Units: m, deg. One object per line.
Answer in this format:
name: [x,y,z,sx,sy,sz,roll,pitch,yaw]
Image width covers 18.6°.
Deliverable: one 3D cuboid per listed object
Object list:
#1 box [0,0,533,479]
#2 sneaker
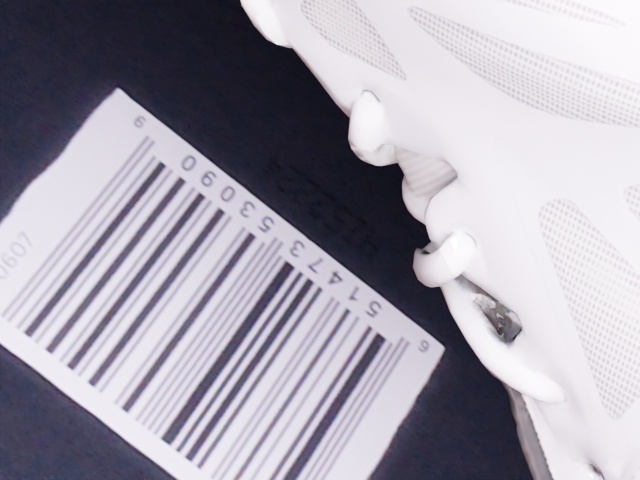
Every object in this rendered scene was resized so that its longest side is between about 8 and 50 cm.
box: [-0.129,0.135,0.893,0.480,0.297,0.472,38,144,-4]
sneaker: [0.011,-0.050,0.492,0.447,0.169,0.257,20,126,22]
